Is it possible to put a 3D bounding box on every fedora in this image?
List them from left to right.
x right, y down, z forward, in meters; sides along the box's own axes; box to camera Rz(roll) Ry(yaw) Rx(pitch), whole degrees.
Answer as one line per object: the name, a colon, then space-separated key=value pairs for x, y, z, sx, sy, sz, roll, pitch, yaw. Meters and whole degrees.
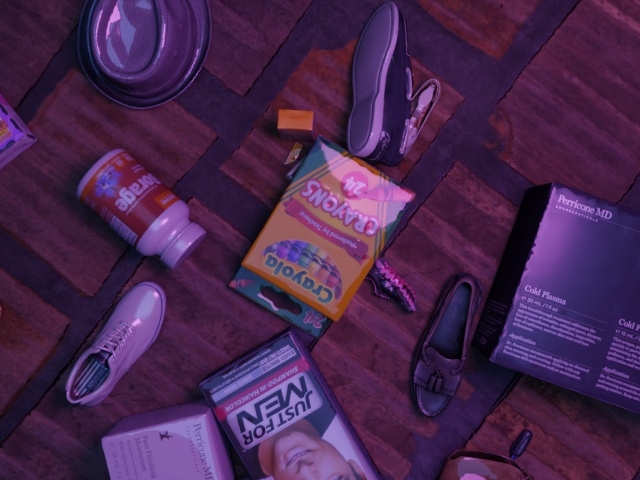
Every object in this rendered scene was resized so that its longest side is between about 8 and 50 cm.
fedora: x=-0.322 y=-0.377 z=1.376 sx=0.244 sy=0.124 sz=0.275 roll=16 pitch=90 yaw=0

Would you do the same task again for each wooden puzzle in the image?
wooden puzzle: x=-0.018 y=-0.120 z=1.426 sx=0.116 sy=0.014 sz=0.078 roll=37 pitch=90 yaw=0

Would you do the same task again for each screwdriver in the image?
screwdriver: x=0.337 y=0.417 z=1.417 sx=0.025 sy=0.024 sz=0.169 roll=24 pitch=97 yaw=-28

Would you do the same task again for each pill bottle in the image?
pill bottle: x=-0.312 y=-0.052 z=1.376 sx=0.216 sy=0.121 sz=0.121 roll=41 pitch=90 yaw=1

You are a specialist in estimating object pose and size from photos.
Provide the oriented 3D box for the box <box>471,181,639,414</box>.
box: x=0.483 y=0.104 z=1.335 sx=0.343 sy=0.179 sz=0.312 roll=20 pitch=92 yaw=1

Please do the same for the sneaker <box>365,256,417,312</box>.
sneaker: x=0.126 y=0.088 z=1.413 sx=0.057 sy=0.047 sz=0.119 roll=-40 pitch=87 yaw=20

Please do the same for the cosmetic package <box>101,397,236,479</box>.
cosmetic package: x=-0.258 y=0.376 z=1.356 sx=0.184 sy=0.151 sz=0.151 roll=-14 pitch=91 yaw=1

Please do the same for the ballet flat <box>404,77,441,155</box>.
ballet flat: x=0.164 y=-0.221 z=1.404 sx=0.057 sy=0.052 sz=0.168 roll=28 pitch=90 yaw=0

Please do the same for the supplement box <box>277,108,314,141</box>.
supplement box: x=-0.042 y=-0.203 z=1.384 sx=0.062 sy=0.098 sz=0.036 roll=3 pitch=86 yaw=2

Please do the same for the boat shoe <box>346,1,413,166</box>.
boat shoe: x=0.116 y=-0.274 z=1.380 sx=0.091 sy=0.114 sz=0.302 roll=19 pitch=75 yaw=-30

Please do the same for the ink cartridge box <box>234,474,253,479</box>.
ink cartridge box: x=-0.191 y=0.558 z=1.405 sx=0.189 sy=0.066 sz=0.232 roll=-13 pitch=85 yaw=0

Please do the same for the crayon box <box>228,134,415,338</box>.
crayon box: x=0.000 y=0.000 z=1.383 sx=0.202 sy=0.081 sz=0.318 roll=30 pitch=92 yaw=-4

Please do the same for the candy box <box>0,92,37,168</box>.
candy box: x=-0.645 y=-0.212 z=1.407 sx=0.165 sy=0.070 sz=0.196 roll=-38 pitch=90 yaw=1

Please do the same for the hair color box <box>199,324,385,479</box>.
hair color box: x=-0.035 y=0.360 z=1.374 sx=0.185 sy=0.113 sz=0.374 roll=-31 pitch=90 yaw=0

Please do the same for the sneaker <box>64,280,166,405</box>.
sneaker: x=-0.361 y=0.190 z=1.389 sx=0.094 sy=0.091 sz=0.258 roll=31 pitch=90 yaw=1

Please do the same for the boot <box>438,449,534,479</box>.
boot: x=0.358 y=0.451 z=1.365 sx=0.305 sy=0.112 sz=0.115 roll=14 pitch=89 yaw=-1

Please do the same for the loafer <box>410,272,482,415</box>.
loafer: x=0.219 y=0.184 z=1.382 sx=0.096 sy=0.084 sz=0.267 roll=16 pitch=89 yaw=10
